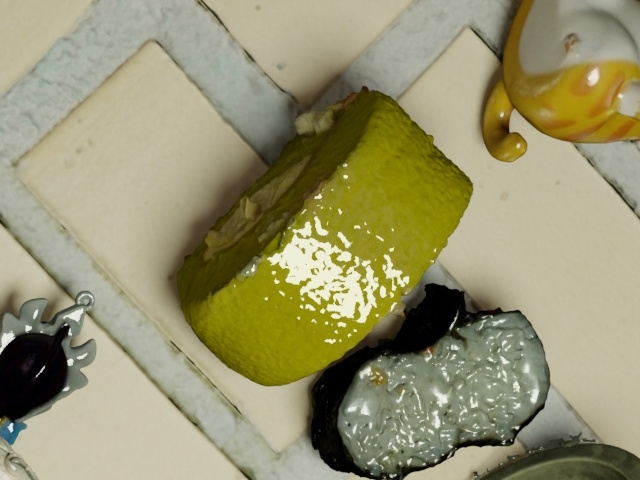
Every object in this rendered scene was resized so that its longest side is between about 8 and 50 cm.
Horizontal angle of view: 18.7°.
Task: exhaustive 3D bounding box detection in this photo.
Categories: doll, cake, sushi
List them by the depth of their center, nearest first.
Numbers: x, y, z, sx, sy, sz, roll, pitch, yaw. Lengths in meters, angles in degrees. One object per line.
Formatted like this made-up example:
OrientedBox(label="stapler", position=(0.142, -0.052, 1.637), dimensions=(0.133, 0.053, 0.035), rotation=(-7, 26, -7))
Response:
OrientedBox(label="doll", position=(-0.256, 0.118, 1.629), dimensions=(0.096, 0.070, 0.195), rotation=(43, 87, -20))
OrientedBox(label="cake", position=(0.000, 0.000, 1.652), dimensions=(0.156, 0.179, 0.260), rotation=(42, 78, -13))
OrientedBox(label="sushi", position=(0.089, 0.124, 1.715), dimensions=(0.212, 0.115, 0.147), rotation=(-23, 100, -18))
OrientedBox(label="doll", position=(0.294, -0.153, 1.759), dimensions=(0.269, 0.162, 0.167), rotation=(6, 58, -12))

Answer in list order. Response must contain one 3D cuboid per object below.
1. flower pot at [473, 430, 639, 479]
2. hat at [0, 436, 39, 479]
OrientedBox(label="flower pot", position=(0.224, 0.354, 1.700), dimensions=(0.290, 0.290, 0.259), rotation=(-43, 116, -13))
OrientedBox(label="hat", position=(-0.338, 0.242, 1.554), dimensions=(0.226, 0.164, 0.219), rotation=(-45, 103, -15))
